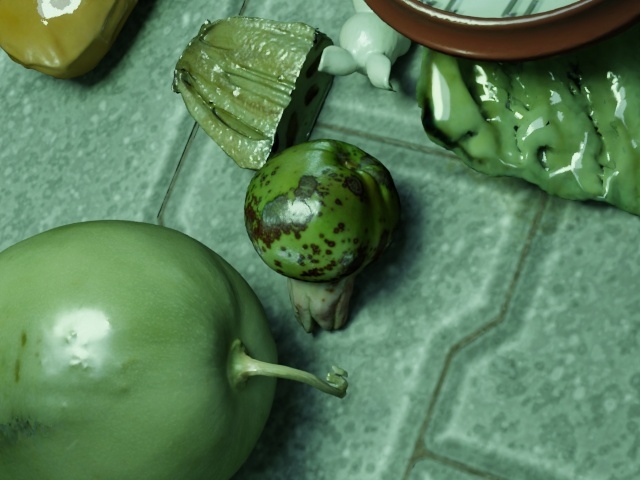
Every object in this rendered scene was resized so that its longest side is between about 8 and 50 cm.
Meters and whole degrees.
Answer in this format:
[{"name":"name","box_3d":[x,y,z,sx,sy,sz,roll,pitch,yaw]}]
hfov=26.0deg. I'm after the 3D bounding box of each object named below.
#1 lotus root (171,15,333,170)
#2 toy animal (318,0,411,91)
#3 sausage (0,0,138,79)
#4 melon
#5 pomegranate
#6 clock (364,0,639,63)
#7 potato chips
[{"name":"lotus root","box_3d":[-0.062,-0.143,1.280,0.144,0.070,0.143,30,94,28]},{"name":"toy animal","box_3d":[0.050,-0.190,1.239,0.071,0.085,0.124,12,83,12]},{"name":"sausage","box_3d":[-0.235,-0.275,1.386,0.136,0.120,0.241,26,85,17]},{"name":"melon","box_3d":[-0.177,0.111,1.143,0.308,0.272,0.272,-31,58,40]},{"name":"pomegranate","box_3d":[0.009,-0.004,1.167,0.125,0.138,0.163,-16,101,30]},{"name":"clock","box_3d":[0.160,-0.283,1.083,0.318,0.080,0.318,-6,71,17]},{"name":"potato chips","box_3d":[0.263,-0.213,1.123,0.373,0.097,0.389,4,72,18]}]
